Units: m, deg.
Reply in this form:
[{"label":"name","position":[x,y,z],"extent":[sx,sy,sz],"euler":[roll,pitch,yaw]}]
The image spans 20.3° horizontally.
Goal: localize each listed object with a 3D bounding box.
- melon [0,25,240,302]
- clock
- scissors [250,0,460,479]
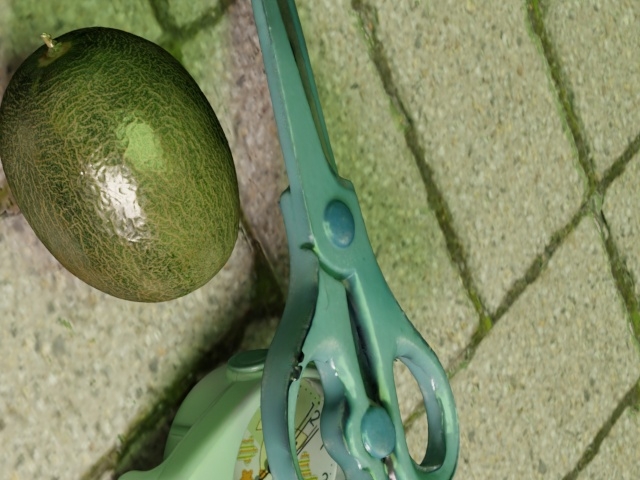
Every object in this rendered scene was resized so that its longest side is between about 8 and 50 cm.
[{"label":"melon","position":[-0.104,-0.042,0.928],"extent":[0.114,0.114,0.167],"euler":[-51,129,-33]},{"label":"clock","position":[-0.032,0.138,1.070],"extent":[0.188,0.060,0.148],"euler":[-53,129,-32]},{"label":"scissors","position":[-0.001,0.000,1.056],"extent":[0.180,0.032,0.393],"euler":[-13,89,-57]}]
